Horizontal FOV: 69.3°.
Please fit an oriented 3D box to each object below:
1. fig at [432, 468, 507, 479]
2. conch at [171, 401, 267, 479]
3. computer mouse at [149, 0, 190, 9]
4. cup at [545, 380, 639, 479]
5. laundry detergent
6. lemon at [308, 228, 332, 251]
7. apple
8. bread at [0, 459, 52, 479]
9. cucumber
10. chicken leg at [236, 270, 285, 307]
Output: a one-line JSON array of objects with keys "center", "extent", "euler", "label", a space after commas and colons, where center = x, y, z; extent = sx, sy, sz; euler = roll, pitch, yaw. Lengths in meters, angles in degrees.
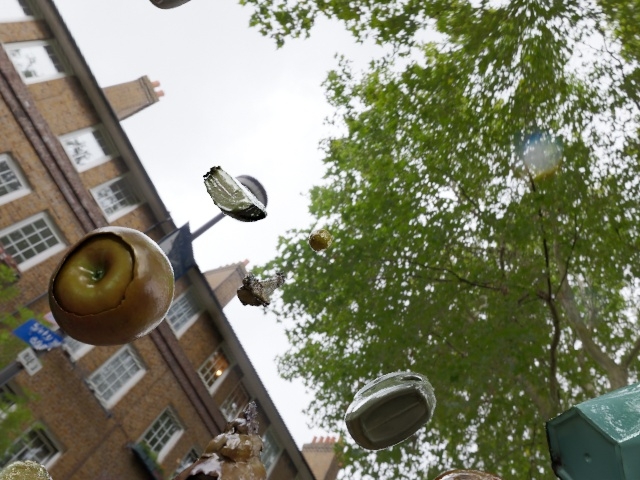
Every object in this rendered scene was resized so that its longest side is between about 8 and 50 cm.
[{"center": [0.199, 0.385, 0.557], "extent": [0.205, 0.205, 0.205], "euler": [11, -59, 19], "label": "fig"}, {"center": [-0.102, 0.247, 0.371], "extent": [0.080, 0.086, 0.233], "euler": [17, -98, 30], "label": "conch"}, {"center": [-0.341, -0.687, 1.178], "extent": [0.245, 0.056, 0.126], "euler": [-35, -94, 2], "label": "computer mouse"}, {"center": [0.388, 0.225, 0.534], "extent": [0.148, 0.235, 0.134], "euler": [141, -55, -71], "label": "cup"}, {"center": [0.139, 0.325, 0.925], "extent": [0.181, 0.253, 0.091], "euler": [-31, -101, 1], "label": "laundry detergent"}, {"center": [0.000, 0.000, 1.272], "extent": [0.065, 0.092, 0.065], "euler": [-2, -97, 18], "label": "lemon"}, {"center": [-0.414, 0.087, 0.924], "extent": [0.237, 0.237, 0.207], "euler": [14, -36, 17], "label": "apple"}, {"center": [-0.271, 0.226, 0.386], "extent": [0.049, 0.088, 0.034], "euler": [15, -60, 14], "label": "bread"}, {"center": [-0.259, -0.118, 1.429], "extent": [0.105, 0.325, 0.145], "euler": [-49, -51, 0], "label": "cucumber"}, {"center": [-0.194, 0.167, 1.575], "extent": [0.080, 0.196, 0.125], "euler": [-3, -94, 47], "label": "chicken leg"}]
